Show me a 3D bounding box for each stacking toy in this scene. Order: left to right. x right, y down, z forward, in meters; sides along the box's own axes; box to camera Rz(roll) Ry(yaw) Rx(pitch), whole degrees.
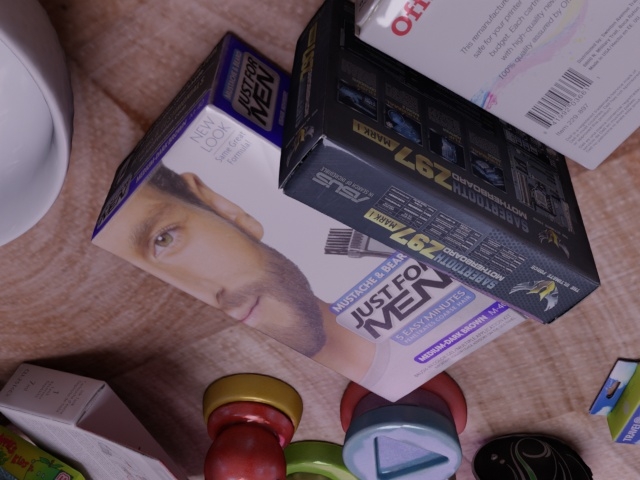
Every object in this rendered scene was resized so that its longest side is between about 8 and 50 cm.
[{"bbox_3d":[0.028,0.280,0.955,0.309,0.130,0.279,-10,132,13],"label":"stacking toy"}]

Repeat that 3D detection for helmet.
[{"bbox_3d":[0.253,0.333,0.969,0.169,0.161,0.169,2,133,2],"label":"helmet"}]

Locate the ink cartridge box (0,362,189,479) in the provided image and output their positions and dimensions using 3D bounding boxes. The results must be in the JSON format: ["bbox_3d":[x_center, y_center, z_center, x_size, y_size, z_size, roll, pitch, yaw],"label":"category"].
[{"bbox_3d":[-0.200,0.273,0.940,0.261,0.066,0.296,6,139,32],"label":"ink cartridge box"}]

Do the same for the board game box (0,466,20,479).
[{"bbox_3d":[-0.362,0.280,0.915,0.186,0.026,0.126,37,149,-3],"label":"board game box"}]

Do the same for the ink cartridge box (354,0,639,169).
[{"bbox_3d":[0.149,-0.167,0.549,0.212,0.093,0.154,24,129,-20],"label":"ink cartridge box"}]

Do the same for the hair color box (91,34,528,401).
[{"bbox_3d":[0.000,0.000,0.708,0.339,0.110,0.185,32,128,-22],"label":"hair color box"}]

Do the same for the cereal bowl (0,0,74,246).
[{"bbox_3d":[-0.339,-0.127,0.562,0.339,0.141,0.339,-2,145,-1],"label":"cereal bowl"}]

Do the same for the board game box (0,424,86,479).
[{"bbox_3d":[-0.355,0.272,0.967,0.181,0.043,0.092,22,146,20],"label":"board game box"}]

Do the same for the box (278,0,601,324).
[{"bbox_3d":[0.086,-0.061,0.591,0.232,0.183,0.059,25,130,-20],"label":"box"}]

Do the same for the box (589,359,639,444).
[{"bbox_3d":[0.407,0.187,0.905,0.178,0.042,0.109,5,133,-3],"label":"box"}]
